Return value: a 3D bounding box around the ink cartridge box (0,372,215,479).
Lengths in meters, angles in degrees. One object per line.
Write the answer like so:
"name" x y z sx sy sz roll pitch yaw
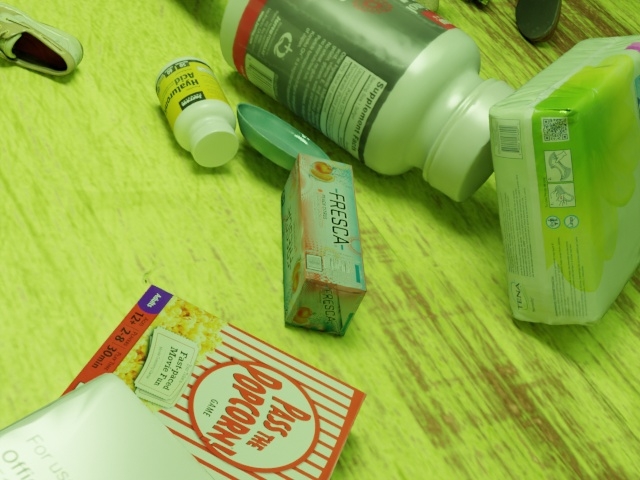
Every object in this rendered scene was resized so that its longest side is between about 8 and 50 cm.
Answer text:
"ink cartridge box" -0.195 0.256 0.307 0.166 0.285 0.395 42 42 19

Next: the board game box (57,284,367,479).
"board game box" -0.078 0.130 0.713 0.193 0.045 0.146 27 38 3

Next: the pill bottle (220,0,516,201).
"pill bottle" 0.061 -0.182 1.049 0.318 0.176 0.176 37 40 16

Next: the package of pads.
"package of pads" 0.276 -0.067 0.994 0.101 0.229 0.296 3 24 34

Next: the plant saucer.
"plant saucer" -0.041 -0.100 0.998 0.119 0.021 0.119 32 16 -10

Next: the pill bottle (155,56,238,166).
"pill bottle" -0.123 -0.129 0.978 0.065 0.065 0.116 -2 45 -30

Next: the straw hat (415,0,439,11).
"straw hat" 0.138 -0.348 1.372 0.145 0.144 0.061 1 83 -27

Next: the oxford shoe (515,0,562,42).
"oxford shoe" 0.357 -0.374 1.526 0.076 0.076 0.212 50 36 -35

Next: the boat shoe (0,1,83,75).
"boat shoe" -0.312 -0.206 0.981 0.135 0.050 0.045 16 33 -10

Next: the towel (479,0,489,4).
"towel" 0.162 -0.436 1.522 0.237 0.021 0.102 25 24 2

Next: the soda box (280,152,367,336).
"soda box" 0.000 0.000 0.893 0.058 0.063 0.183 13 40 -14
